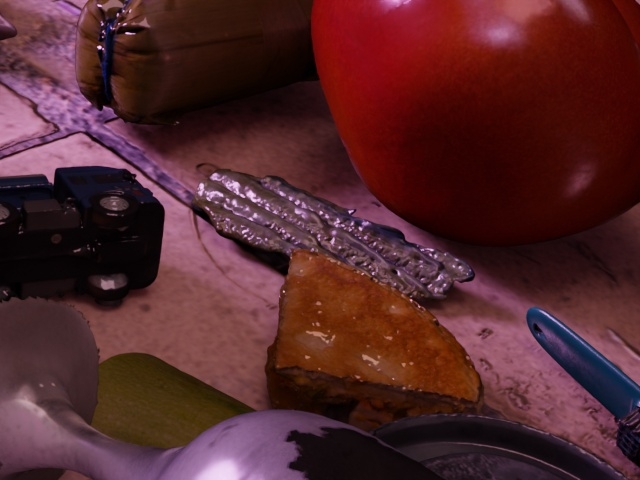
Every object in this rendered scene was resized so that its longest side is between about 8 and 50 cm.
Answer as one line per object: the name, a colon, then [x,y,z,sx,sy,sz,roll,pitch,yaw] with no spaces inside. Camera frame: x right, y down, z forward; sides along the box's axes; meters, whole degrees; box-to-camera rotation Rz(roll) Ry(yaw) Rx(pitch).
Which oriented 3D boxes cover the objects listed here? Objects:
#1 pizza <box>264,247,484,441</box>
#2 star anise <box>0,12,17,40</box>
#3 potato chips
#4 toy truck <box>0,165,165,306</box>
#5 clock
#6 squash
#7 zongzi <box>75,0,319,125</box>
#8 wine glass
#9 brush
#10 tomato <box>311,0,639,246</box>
pizza: [0.016,0.070,1.018,0.134,0.046,0.175,-11,41,-33]
star anise: [-0.323,-0.202,1.262,0.197,0.073,0.212,-15,46,-30]
potato chips: [0.000,0.001,1.131,0.208,0.028,0.092,27,37,21]
toy truck: [-0.204,-0.001,1.027,0.202,0.074,0.088,-6,30,-26]
clock: [0.097,0.180,0.895,0.215,0.042,0.215,10,34,-7]
squash: [-0.055,0.125,0.895,0.090,0.075,0.200,9,8,-40]
zongzi: [-0.132,-0.197,1.297,0.260,0.123,0.289,-22,38,-38]
wine glass: [-0.054,0.129,0.756,0.321,0.143,0.143,19,31,35]
brush: [0.187,0.107,1.037,0.032,0.043,0.193,-29,50,-24]
tomato: [0.116,-0.130,1.178,0.298,0.226,0.298,46,29,-35]
